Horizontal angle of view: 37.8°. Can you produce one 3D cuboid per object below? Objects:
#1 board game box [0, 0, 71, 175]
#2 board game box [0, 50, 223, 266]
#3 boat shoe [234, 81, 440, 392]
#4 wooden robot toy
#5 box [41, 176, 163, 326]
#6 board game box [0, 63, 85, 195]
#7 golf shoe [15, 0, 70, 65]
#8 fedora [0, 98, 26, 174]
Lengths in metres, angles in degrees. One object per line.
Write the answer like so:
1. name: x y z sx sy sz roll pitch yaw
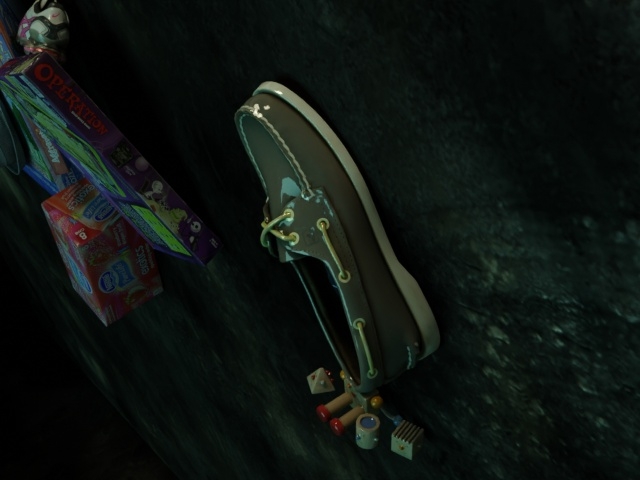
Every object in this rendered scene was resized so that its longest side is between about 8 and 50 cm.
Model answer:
1. board game box: -0.438 -0.251 1.418 0.145 0.027 0.281 -102 -3 -51
2. board game box: -0.294 -0.109 1.281 0.347 0.056 0.208 50 158 -26
3. boat shoe: 0.002 0.000 0.871 0.305 0.091 0.109 60 158 -10
4. wooden robot toy: 0.044 0.179 1.073 0.173 0.076 0.079 37 141 38
5. box: -0.370 0.016 1.611 0.122 0.128 0.257 44 155 27
6. board game box: -0.561 -0.249 1.714 0.318 0.066 0.318 32 148 45
7. golf shoe: -0.376 -0.297 1.294 0.186 0.067 0.086 37 112 60
8. fedora: -0.644 -0.216 1.675 0.243 0.124 0.275 42 154 30
